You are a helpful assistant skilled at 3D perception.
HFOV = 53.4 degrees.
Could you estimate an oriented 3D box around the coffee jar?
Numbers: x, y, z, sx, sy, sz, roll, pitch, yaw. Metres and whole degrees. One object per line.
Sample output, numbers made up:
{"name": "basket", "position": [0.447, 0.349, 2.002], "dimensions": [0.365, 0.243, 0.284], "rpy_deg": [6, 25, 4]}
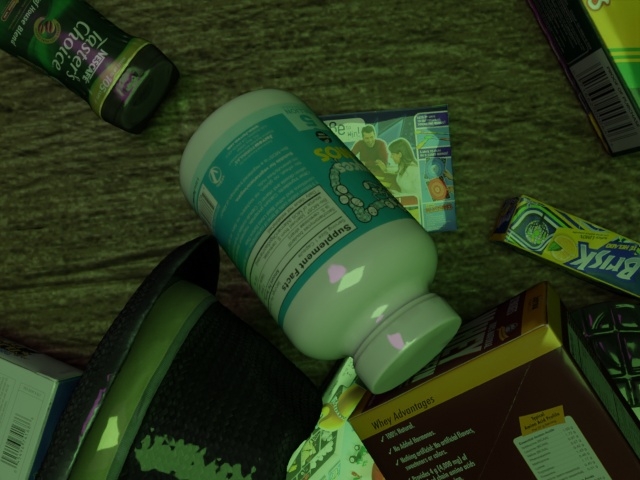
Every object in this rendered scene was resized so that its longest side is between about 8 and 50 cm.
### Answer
{"name": "coffee jar", "position": [-0.243, -0.194, 0.659], "dimensions": [0.184, 0.079, 0.096], "rpy_deg": [34, 91, -2]}

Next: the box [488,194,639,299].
{"name": "box", "position": [0.273, 0.009, 0.678], "dimensions": [0.168, 0.059, 0.054], "rpy_deg": [22, 90, -1]}

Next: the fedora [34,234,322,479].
{"name": "fedora", "position": [-0.088, 0.158, 0.502], "dimensions": [0.152, 0.334, 0.334], "rpy_deg": [21, 91, 1]}

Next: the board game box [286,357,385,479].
{"name": "board game box", "position": [0.047, 0.268, 0.674], "dimensions": [0.193, 0.053, 0.305], "rpy_deg": [32, 86, -1]}

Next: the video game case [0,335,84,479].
{"name": "video game case", "position": [-0.390, 0.221, 0.649], "dimensions": [0.244, 0.061, 0.270], "rpy_deg": [19, 91, 13]}

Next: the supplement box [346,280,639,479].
{"name": "supplement box", "position": [0.166, 0.174, 0.558], "dimensions": [0.191, 0.129, 0.194], "rpy_deg": [-33, 89, 23]}

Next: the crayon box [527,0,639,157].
{"name": "crayon box", "position": [0.371, -0.320, 0.649], "dimensions": [0.313, 0.106, 0.363], "rpy_deg": [-28, 91, 0]}

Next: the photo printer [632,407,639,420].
{"name": "photo printer", "position": [0.374, 0.290, 0.661], "dimensions": [0.255, 0.107, 0.308], "rpy_deg": [7, 91, 0]}

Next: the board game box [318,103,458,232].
{"name": "board game box", "position": [0.041, -0.069, 0.686], "dimensions": [0.201, 0.035, 0.136], "rpy_deg": [-4, 91, -1]}

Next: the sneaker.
{"name": "sneaker", "position": [0.346, 0.105, 0.625], "dimensions": [0.267, 0.106, 0.101], "rpy_deg": [-11, 75, 12]}

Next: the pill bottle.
{"name": "pill bottle", "position": [0.000, 0.000, 0.552], "dimensions": [0.146, 0.146, 0.264], "rpy_deg": [-40, 66, 0]}
